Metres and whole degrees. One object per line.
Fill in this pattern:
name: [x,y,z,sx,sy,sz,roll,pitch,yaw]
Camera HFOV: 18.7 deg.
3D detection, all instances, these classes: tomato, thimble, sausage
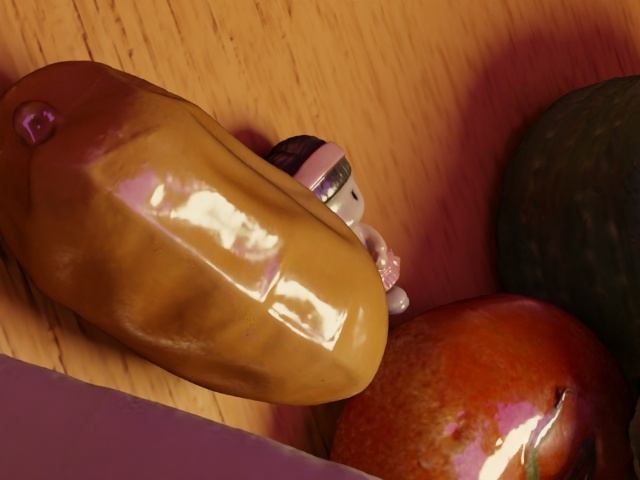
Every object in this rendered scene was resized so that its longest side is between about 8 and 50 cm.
tomato: [0.112,0.147,1.132,0.236,0.095,0.237,-10,105,-42]
thimble: [0.217,0.006,1.244,0.198,0.143,0.235,16,73,-42]
sausage: [-0.068,0.001,0.970,0.241,0.136,0.120,35,68,-32]

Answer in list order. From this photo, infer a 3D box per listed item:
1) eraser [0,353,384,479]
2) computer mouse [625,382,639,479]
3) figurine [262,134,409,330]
eraser: [-0.074,0.182,0.816,0.331,0.331,0.150,54,51,-26]
computer mouse: [0.309,0.041,1.153,0.203,0.114,0.374,50,56,-30]
figurine: [0.000,0.000,1.096,0.072,0.054,0.129,-41,122,-23]
